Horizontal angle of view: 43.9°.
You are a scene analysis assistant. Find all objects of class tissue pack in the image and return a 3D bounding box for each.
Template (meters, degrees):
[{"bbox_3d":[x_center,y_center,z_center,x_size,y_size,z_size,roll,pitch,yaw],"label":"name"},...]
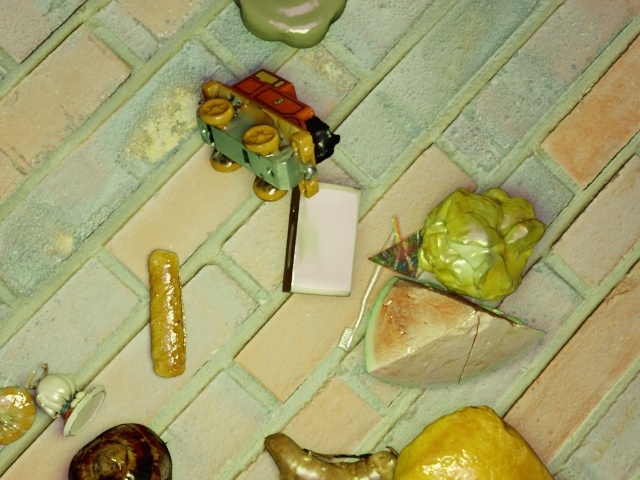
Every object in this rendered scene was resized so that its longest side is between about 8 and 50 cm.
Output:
[{"bbox_3d":[0.001,0.000,1.769,0.136,0.159,0.246,6,85,-10],"label":"tissue pack"}]

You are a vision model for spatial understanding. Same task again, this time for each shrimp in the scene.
[{"bbox_3d":[-0.708,0.397,1.690,0.217,0.051,0.115,-32,94,-12],"label":"shrimp"}]

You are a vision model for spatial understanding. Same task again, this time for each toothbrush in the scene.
[{"bbox_3d":[0.110,0.113,1.844,0.029,0.025,0.307,24,84,2],"label":"toothbrush"}]

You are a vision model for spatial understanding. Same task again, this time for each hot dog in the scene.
[{"bbox_3d":[-0.343,0.161,1.757,0.088,0.061,0.285,-9,86,2],"label":"hot dog"}]

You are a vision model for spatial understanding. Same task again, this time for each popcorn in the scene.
[{"bbox_3d":[0.361,-0.004,1.789,0.276,0.225,0.276,-9,108,-30],"label":"popcorn"}]

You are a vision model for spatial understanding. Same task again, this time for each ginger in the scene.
[{"bbox_3d":[0.024,0.512,1.766,0.309,0.107,0.133,6,92,-6],"label":"ginger"}]

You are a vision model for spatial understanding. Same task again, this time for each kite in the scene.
[{"bbox_3d":[0.195,0.020,1.854,0.190,0.010,0.159,-30,103,-22],"label":"kite"}]

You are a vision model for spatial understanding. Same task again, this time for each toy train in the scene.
[{"bbox_3d":[-0.120,-0.240,1.705,0.232,0.163,0.369,-39,53,-25],"label":"toy train"}]

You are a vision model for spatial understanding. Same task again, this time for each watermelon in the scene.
[{"bbox_3d":[0.279,0.180,1.794,0.319,0.292,0.222,-38,51,24],"label":"watermelon"}]

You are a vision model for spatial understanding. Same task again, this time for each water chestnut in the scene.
[{"bbox_3d":[-0.409,0.504,1.666,0.224,0.238,0.223,-12,61,23],"label":"water chestnut"}]

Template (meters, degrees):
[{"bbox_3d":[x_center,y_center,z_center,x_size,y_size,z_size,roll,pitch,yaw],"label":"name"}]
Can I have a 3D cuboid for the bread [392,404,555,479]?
[{"bbox_3d":[0.336,0.559,1.698,0.361,0.250,0.394,-39,99,-22],"label":"bread"}]

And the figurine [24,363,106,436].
[{"bbox_3d":[-0.554,0.326,1.693,0.154,0.132,0.132,32,82,9],"label":"figurine"}]

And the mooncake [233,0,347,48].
[{"bbox_3d":[-0.070,-0.568,1.808,0.275,0.135,0.275,1,84,-6],"label":"mooncake"}]
